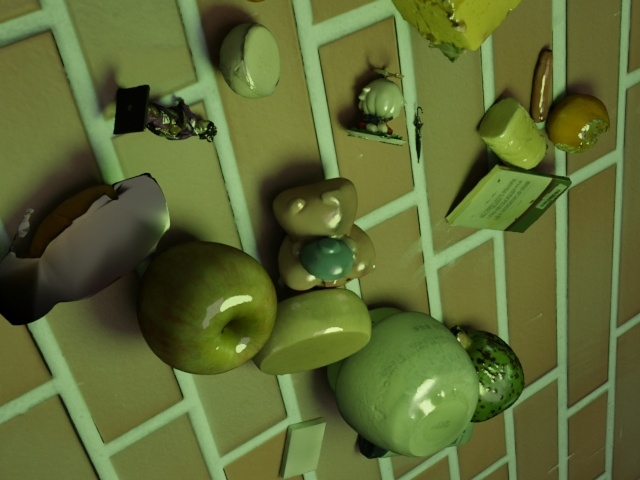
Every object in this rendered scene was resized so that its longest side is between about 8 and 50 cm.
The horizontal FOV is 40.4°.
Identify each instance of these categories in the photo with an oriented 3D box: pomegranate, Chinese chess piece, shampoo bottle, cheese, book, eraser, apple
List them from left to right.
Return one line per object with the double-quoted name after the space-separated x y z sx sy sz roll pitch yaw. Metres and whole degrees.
-0.219 0.123 1.650 0.257 0.234 0.256 -17 121 -31 "apple"
-0.042 0.511 2.143 0.104 0.023 0.150 -6 118 -34 "eraser"
-0.023 0.195 1.843 0.274 0.102 0.273 -14 157 -6 "Chinese chess piece"
0.194 0.326 2.015 0.323 0.317 0.322 -17 121 -30 "shampoo bottle"
0.264 0.503 2.331 0.360 0.078 0.134 2 109 -37 "shampoo bottle"
0.388 0.334 2.227 0.254 0.254 0.270 -38 108 -14 "pomegranate"
0.465 -0.096 2.125 0.290 0.026 0.201 6 136 -40 "book"
0.455 -0.243 2.040 0.123 0.094 0.167 -51 133 0 "cheese"

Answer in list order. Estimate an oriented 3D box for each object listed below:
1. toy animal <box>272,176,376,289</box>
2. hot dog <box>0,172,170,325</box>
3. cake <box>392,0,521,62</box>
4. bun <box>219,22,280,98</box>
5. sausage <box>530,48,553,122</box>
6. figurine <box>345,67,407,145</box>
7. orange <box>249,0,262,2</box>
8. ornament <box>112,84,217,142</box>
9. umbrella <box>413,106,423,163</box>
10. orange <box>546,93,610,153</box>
-0.003 -0.012 1.779 0.210 0.229 0.221 -12 81 0 "toy animal"
-0.426 -0.006 1.516 0.326 0.107 0.194 -23 117 -13 "hot dog"
0.268 -0.505 1.666 0.227 0.222 0.286 -45 133 -6 "cake"
-0.139 -0.320 1.561 0.138 0.094 0.138 -3 94 -61 "bun"
0.527 -0.363 2.064 0.047 0.040 0.176 -17 122 -28 "sausage"
0.127 -0.277 1.769 0.132 0.132 0.153 4 100 -38 "figurine"
-0.111 -0.457 1.515 0.083 0.070 0.083 -17 133 -19 "orange"
-0.264 -0.220 1.541 0.203 0.088 0.081 1 90 -50 "ornament"
0.216 -0.233 1.922 0.022 0.022 0.148 -28 138 -27 "umbrella"
0.634 -0.282 2.129 0.157 0.134 0.156 -8 112 -20 "orange"
